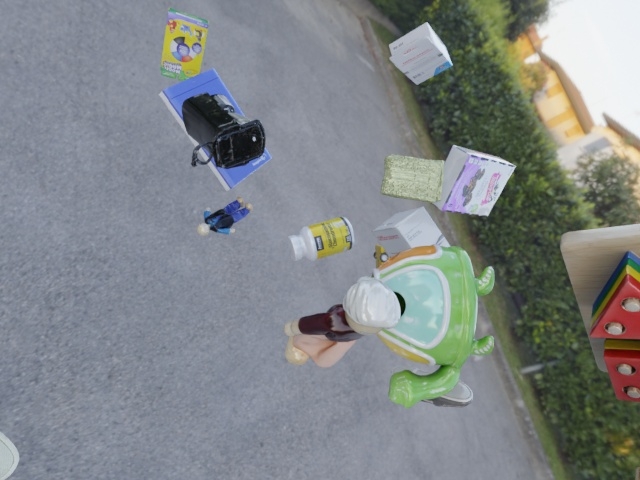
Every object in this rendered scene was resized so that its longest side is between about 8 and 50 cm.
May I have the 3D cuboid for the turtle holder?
[{"bbox_3d":[0.219,0.166,0.887,0.243,0.227,0.320,-87,180,-66],"label":"turtle holder"}]

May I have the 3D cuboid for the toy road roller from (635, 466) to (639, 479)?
[{"bbox_3d":[0.497,0.299,0.394,0.202,0.329,0.241,97,12,-71],"label":"toy road roller"}]

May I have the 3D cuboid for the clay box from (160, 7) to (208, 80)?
[{"bbox_3d":[-0.460,-0.638,1.366,0.127,0.222,0.053,8,39,-23],"label":"clay box"}]

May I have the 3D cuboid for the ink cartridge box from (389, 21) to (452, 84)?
[{"bbox_3d":[0.244,-0.466,1.010,0.180,0.104,0.060,3,71,-55],"label":"ink cartridge box"}]

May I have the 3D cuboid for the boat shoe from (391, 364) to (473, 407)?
[{"bbox_3d":[0.403,0.541,1.473,0.112,0.335,0.096,-25,107,-35],"label":"boat shoe"}]

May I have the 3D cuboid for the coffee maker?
[{"bbox_3d":[-0.236,-0.248,0.902,0.171,0.120,0.178,-8,40,-44],"label":"coffee maker"}]

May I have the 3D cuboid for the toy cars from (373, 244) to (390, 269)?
[{"bbox_3d":[0.291,0.193,1.616,0.176,0.087,0.394,99,-16,-54],"label":"toy cars"}]

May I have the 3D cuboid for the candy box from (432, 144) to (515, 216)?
[{"bbox_3d":[0.418,-0.160,1.128,0.196,0.165,0.070,3,30,-31],"label":"candy box"}]

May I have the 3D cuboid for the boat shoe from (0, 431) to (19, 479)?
[{"bbox_3d":[-0.548,0.272,0.585,0.233,0.079,0.084,40,66,-21],"label":"boat shoe"}]

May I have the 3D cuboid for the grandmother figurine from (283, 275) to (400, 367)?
[{"bbox_3d":[0.044,0.155,0.731,0.207,0.342,0.104,-12,70,-23],"label":"grandmother figurine"}]

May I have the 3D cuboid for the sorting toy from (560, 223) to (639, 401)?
[{"bbox_3d":[0.458,0.102,0.488,0.089,0.257,0.255,-50,119,-39],"label":"sorting toy"}]

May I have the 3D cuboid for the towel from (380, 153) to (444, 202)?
[{"bbox_3d":[0.224,-0.150,0.990,0.027,0.148,0.110,37,62,-81],"label":"towel"}]

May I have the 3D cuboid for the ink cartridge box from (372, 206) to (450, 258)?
[{"bbox_3d":[0.323,0.046,1.321,0.289,0.121,0.211,54,-12,-6],"label":"ink cartridge box"}]

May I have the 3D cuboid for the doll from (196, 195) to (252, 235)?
[{"bbox_3d":[-0.301,-0.069,1.243,0.129,0.046,0.189,34,48,16],"label":"doll"}]

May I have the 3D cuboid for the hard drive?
[{"bbox_3d":[-0.301,-0.336,1.225,0.319,0.040,0.210,57,46,-17],"label":"hard drive"}]

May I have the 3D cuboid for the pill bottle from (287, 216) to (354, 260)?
[{"bbox_3d":[0.000,0.000,1.199,0.184,0.103,0.103,-16,77,-16],"label":"pill bottle"}]
